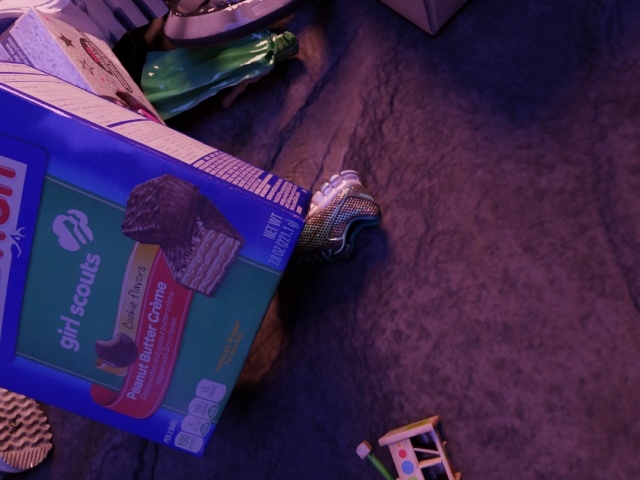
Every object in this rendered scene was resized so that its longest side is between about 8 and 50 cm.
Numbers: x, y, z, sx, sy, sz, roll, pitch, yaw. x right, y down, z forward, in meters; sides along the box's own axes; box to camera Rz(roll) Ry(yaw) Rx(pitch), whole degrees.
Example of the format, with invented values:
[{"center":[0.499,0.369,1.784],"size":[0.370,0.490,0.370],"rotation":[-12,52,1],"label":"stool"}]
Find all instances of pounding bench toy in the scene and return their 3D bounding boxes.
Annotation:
[{"center":[0.081,0.212,0.404],"size":[0.083,0.052,0.065],"rotation":[-24,69,14],"label":"pounding bench toy"}]

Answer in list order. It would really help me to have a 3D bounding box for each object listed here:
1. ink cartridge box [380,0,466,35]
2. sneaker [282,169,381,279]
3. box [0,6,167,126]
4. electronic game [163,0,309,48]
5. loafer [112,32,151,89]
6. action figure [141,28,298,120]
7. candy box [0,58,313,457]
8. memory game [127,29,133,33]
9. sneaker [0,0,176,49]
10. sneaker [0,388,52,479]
[{"center":[0.089,-0.485,0.517],"size":[0.285,0.166,0.395],"rotation":[-44,64,6],"label":"ink cartridge box"},{"center":[0.000,0.000,0.487],"size":[0.166,0.065,0.076],"rotation":[-46,69,7],"label":"sneaker"},{"center":[-0.281,-0.112,0.529],"size":[0.163,0.142,0.247],"rotation":[-35,95,10],"label":"box"},{"center":[-0.103,-0.323,0.578],"size":[0.229,0.048,0.230],"rotation":[-12,46,13],"label":"electronic game"},{"center":[-0.357,-0.242,0.678],"size":[0.220,0.078,0.080],"rotation":[-45,65,5],"label":"loafer"},{"center":[-0.139,-0.237,0.601],"size":[0.231,0.063,0.137],"rotation":[-12,71,15],"label":"action figure"},{"center":[-0.203,0.019,0.416],"size":[0.316,0.122,0.269],"rotation":[23,106,-5],"label":"candy box"},{"center":[-0.321,-0.405,0.725],"size":[0.186,0.012,0.186],"rotation":[-11,61,20],"label":"memory game"},{"center":[-0.355,-0.333,0.628],"size":[0.315,0.127,0.182],"rotation":[-37,47,-4],"label":"sneaker"},{"center":[-0.497,0.212,0.605],"size":[0.146,0.102,0.294],"rotation":[-38,66,9],"label":"sneaker"}]
